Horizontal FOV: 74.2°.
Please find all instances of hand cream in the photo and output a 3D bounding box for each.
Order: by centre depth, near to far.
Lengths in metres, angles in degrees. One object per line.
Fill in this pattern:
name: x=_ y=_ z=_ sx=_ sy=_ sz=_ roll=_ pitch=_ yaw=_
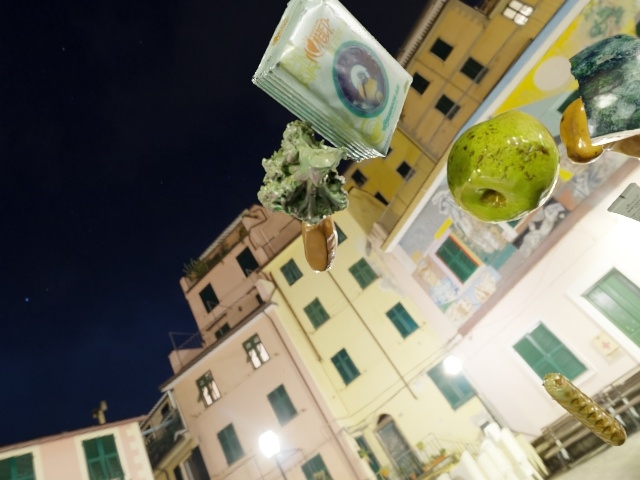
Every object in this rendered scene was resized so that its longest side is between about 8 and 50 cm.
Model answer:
hand cream: x=0.640 y=-0.043 z=0.789 sx=0.042 sy=0.195 sz=0.067 roll=-67 pitch=3 yaw=-53

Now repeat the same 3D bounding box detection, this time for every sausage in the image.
sausage: x=-0.001 y=0.000 z=1.507 sx=0.120 sy=0.136 sz=0.241 roll=3 pitch=-53 yaw=15

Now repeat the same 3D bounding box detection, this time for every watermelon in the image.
watermelon: x=0.666 y=-0.341 z=1.003 sx=0.148 sy=0.318 sz=0.226 roll=-15 pitch=-41 yaw=13

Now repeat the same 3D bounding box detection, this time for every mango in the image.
mango: x=1.008 y=-0.413 z=1.626 sx=0.120 sy=0.177 sz=0.294 roll=121 pitch=166 yaw=-76

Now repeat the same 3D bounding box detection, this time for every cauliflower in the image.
cauliflower: x=-0.026 y=-0.175 z=1.045 sx=0.239 sy=0.256 sz=0.315 roll=4 pitch=-7 yaw=-22

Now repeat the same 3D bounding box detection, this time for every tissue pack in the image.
tissue pack: x=0.047 y=-0.427 z=1.125 sx=0.388 sy=0.162 sz=0.287 roll=31 pitch=-111 yaw=-31

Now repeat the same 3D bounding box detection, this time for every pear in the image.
pear: x=0.626 y=-0.260 z=1.468 sx=0.391 sy=0.391 sz=0.391 roll=-25 pitch=-34 yaw=-18

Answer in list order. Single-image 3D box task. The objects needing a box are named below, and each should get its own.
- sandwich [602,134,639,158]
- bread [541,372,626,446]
sandwich: x=0.940 y=-0.298 z=1.155 sx=0.155 sy=0.198 sz=0.227 roll=-51 pitch=-7 yaw=-7
bread: x=0.811 y=0.519 z=1.294 sx=0.367 sy=0.084 sz=0.077 roll=40 pitch=-107 yaw=-16
